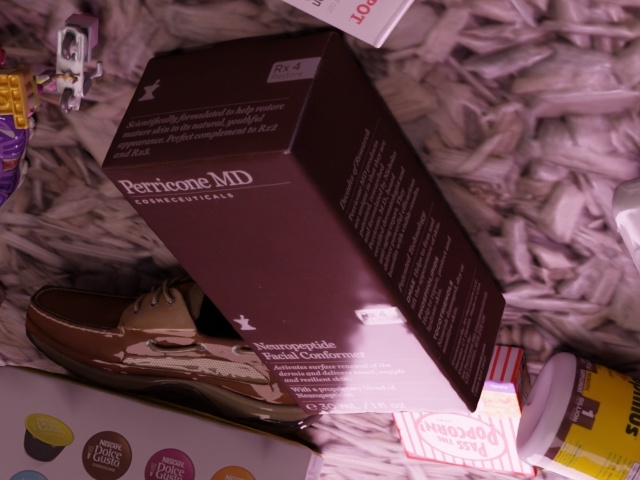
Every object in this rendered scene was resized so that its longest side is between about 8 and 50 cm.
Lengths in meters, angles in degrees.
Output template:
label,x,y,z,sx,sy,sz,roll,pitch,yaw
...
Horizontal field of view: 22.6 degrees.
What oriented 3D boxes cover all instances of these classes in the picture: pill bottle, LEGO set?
label,x,y,z,sx,sy,sz,roll,pitch,yaw
pill bottle,0.307,0.197,1.557,0.215,0.117,0.117,21,147,-4
LEGO set,-0.323,-0.174,1.381,0.287,0.107,0.132,20,113,7

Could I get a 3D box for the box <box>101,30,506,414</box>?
label,x,y,z,sx,sy,sz,roll,pitch,yaw
box,0.000,0.000,1.406,0.191,0.143,0.381,-4,139,32

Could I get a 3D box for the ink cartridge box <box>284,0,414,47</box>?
label,x,y,z,sx,sy,sz,roll,pitch,yaw
ink cartridge box,-0.013,-0.246,1.090,0.218,0.092,0.158,24,147,-11

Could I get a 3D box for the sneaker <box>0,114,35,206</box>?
label,x,y,z,sx,sy,sz,roll,pitch,yaw
sneaker,-0.309,-0.077,1.507,0.068,0.071,0.170,16,147,5

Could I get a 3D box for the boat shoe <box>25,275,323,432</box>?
label,x,y,z,sx,sy,sz,roll,pitch,yaw
boat shoe,-0.139,0.092,1.651,0.324,0.122,0.120,14,116,6

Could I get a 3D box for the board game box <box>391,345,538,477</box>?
label,x,y,z,sx,sy,sz,roll,pitch,yaw
board game box,0.148,0.172,1.668,0.147,0.045,0.193,5,145,20

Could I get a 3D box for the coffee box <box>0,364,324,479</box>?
label,x,y,z,sx,sy,sz,roll,pitch,yaw
coffee box,-0.201,0.340,1.739,0.338,0.334,0.338,15,172,5

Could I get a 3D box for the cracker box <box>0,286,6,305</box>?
label,x,y,z,sx,sy,sz,roll,pitch,yaw
cracker box,-0.462,0.012,1.719,0.156,0.067,0.232,3,143,25

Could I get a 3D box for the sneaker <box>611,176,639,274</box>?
label,x,y,z,sx,sy,sz,roll,pitch,yaw
sneaker,0.308,0.040,1.327,0.090,0.115,0.232,-11,137,37
